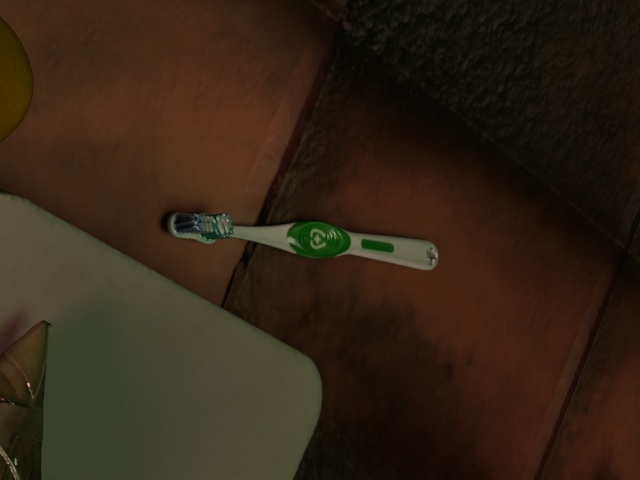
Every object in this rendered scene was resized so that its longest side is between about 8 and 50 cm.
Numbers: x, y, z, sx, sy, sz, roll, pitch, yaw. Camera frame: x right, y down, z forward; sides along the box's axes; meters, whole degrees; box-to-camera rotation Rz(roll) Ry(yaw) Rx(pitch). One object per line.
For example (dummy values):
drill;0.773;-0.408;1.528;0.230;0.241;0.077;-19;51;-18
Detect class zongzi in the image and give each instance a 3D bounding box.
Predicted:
zongzi;-0.161;0.138;0.805;0.130;0.062;0.154;-57;143;-35

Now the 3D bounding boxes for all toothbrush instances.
toothbrush;-0.001;0.000;1.089;0.304;0.030;0.030;8;97;-52

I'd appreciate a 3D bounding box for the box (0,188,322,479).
box;-0.184;0.181;0.897;0.373;0.090;0.367;34;76;-47

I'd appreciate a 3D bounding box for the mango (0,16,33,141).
mango;-0.244;-0.075;0.726;0.253;0.113;0.138;-3;100;-55
